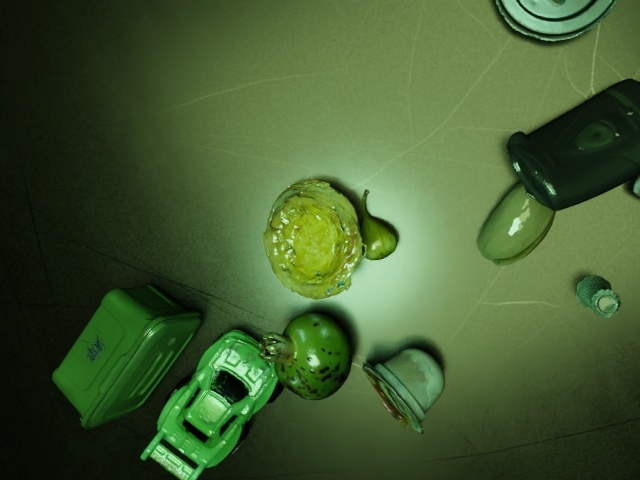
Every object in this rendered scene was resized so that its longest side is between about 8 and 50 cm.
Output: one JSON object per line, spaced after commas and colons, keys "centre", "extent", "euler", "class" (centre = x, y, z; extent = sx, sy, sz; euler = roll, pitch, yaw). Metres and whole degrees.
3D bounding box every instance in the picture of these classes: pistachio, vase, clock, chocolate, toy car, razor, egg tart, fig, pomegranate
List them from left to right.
{"centre": [-0.254, 0.398, 1.884], "extent": [0.213, 0.176, 0.358], "euler": [39, 100, 2], "class": "toy car"}
{"centre": [-0.037, 0.263, 1.809], "extent": [0.248, 0.202, 0.202], "euler": [14, 101, -37], "class": "pomegranate"}
{"centre": [0.000, 0.000, 1.822], "extent": [0.291, 0.107, 0.290], "euler": [1, 91, 34], "class": "egg tart"}
{"centre": [0.126, -0.027, 1.844], "extent": [0.093, 0.093, 0.166], "euler": [-20, 54, 10], "class": "fig"}
{"centre": [0.208, 0.325, 1.825], "extent": [0.147, 0.221, 0.221], "euler": [-40, 89, -17], "class": "chocolate"}
{"centre": [0.444, -0.042, 1.759], "extent": [0.136, 0.136, 0.226], "euler": [35, 105, 4], "class": "pistachio"}
{"centre": [0.505, -0.570, 1.677], "extent": [0.281, 0.055, 0.280], "euler": [8, 115, 18], "class": "clock"}
{"centre": [0.580, -0.202, 1.674], "extent": [0.349, 0.113, 0.204], "euler": [-27, 67, -5], "class": "razor"}
{"centre": [0.615, 0.127, 1.731], "extent": [0.081, 0.149, 0.081], "euler": [1, 97, 9], "class": "vase"}

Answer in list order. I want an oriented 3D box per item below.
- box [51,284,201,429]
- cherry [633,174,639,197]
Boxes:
{"centre": [-0.464, 0.262, 1.876], "extent": [0.178, 0.253, 0.328], "euler": [41, 100, 16], "class": "box"}
{"centre": [0.765, -0.098, 1.704], "extent": [0.148, 0.115, 0.188], "euler": [-16, 99, -9], "class": "cherry"}
